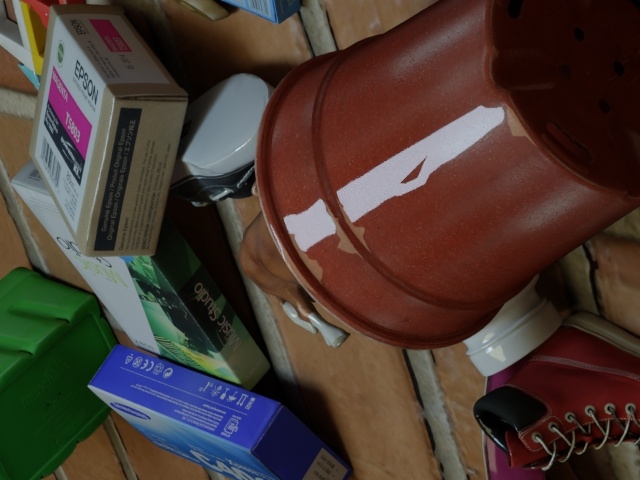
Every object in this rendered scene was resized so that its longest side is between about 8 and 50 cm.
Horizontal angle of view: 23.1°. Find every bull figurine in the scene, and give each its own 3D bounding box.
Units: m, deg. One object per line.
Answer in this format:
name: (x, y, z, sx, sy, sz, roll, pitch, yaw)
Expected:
bull figurine: (0.000, 0.000, 1.595, 0.188, 0.101, 0.310, 48, 159, 4)

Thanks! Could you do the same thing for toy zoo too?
toy zoo: (-0.347, -0.299, 1.839, 0.192, 0.030, 0.293, 30, 142, 33)

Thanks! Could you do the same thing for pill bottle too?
pill bottle: (0.123, 0.012, 1.433, 0.216, 0.121, 0.121, 53, 149, -2)

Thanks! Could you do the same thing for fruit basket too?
fruit basket: (-0.495, 0.243, 2.258, 0.392, 0.392, 0.283, 7, 126, 51)

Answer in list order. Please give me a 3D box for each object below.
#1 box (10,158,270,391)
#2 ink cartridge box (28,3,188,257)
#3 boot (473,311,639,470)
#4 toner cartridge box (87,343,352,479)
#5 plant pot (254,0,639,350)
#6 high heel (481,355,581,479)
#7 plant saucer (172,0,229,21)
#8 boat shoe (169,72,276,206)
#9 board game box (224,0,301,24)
box: (-0.218, 0.042, 1.914, 0.232, 0.058, 0.322, 17, 149, 45)
ink cartridge box: (-0.234, -0.122, 1.682, 0.235, 0.088, 0.193, 52, 136, 50)
boot: (0.260, 0.164, 1.349, 0.244, 0.176, 0.088, 21, 135, 40)
toner cartridge box: (-0.134, 0.239, 2.001, 0.347, 0.075, 0.165, 13, 152, 47)
plant pot: (0.132, -0.081, 1.218, 0.272, 0.272, 0.265, 55, 141, -3)
high heel: (0.273, 0.260, 1.539, 0.181, 0.127, 0.377, -6, 115, 23)
plant saucer: (-0.131, -0.242, 1.576, 0.083, 0.015, 0.083, 29, 178, 1)
boat shoe: (-0.096, -0.091, 1.647, 0.102, 0.108, 0.301, 27, 158, -23)
board game box: (-0.098, -0.323, 1.472, 0.160, 0.039, 0.212, 28, 143, 36)
